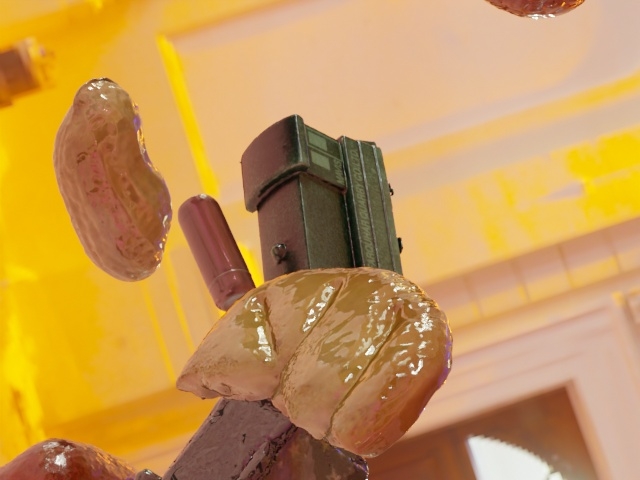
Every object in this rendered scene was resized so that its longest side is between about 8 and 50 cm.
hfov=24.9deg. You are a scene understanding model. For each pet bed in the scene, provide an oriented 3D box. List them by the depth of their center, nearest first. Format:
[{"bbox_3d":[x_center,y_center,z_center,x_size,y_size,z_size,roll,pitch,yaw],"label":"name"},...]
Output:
[{"bbox_3d":[-0.088,0.246,1.386,0.159,0.211,0.183,43,-26,-15],"label":"pet bed"}]

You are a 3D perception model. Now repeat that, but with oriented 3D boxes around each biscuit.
[{"bbox_3d":[0.005,0.074,1.023,0.045,0.154,0.299,58,-23,-20],"label":"biscuit"}]

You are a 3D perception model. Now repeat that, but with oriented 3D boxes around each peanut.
[{"bbox_3d":[-0.346,-0.094,2.401,0.158,0.174,0.340,-112,-179,-70],"label":"peanut"}]

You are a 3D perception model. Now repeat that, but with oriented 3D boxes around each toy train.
[{"bbox_3d":[0.000,0.000,1.758,0.178,0.138,0.330,25,42,-35],"label":"toy train"}]

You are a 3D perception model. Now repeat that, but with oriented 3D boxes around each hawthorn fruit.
[{"bbox_3d":[-0.368,0.427,2.027,0.311,0.295,0.295,-81,160,-51],"label":"hawthorn fruit"}]

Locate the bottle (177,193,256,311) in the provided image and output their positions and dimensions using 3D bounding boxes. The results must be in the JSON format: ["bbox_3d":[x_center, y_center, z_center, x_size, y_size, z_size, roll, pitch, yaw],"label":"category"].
[{"bbox_3d":[-0.118,0.014,1.648,0.053,0.053,0.140,78,-13,-60],"label":"bottle"}]

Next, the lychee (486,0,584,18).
[{"bbox_3d":[0.307,-0.441,2.089,0.255,0.300,0.255,-15,-108,54],"label":"lychee"}]
